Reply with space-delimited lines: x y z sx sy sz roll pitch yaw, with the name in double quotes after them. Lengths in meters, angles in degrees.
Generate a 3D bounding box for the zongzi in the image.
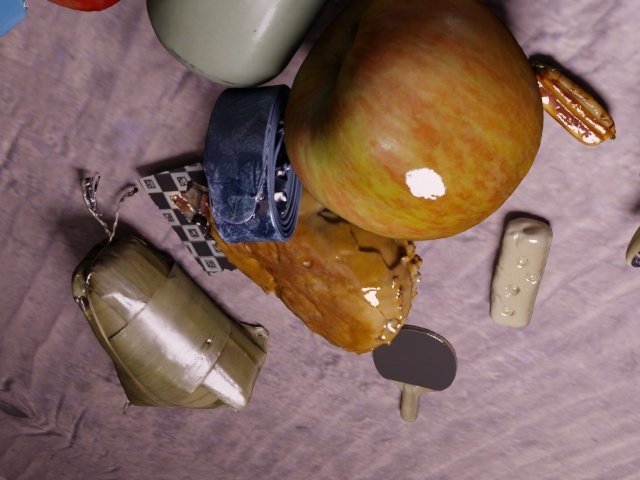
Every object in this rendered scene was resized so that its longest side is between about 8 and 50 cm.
-0.354 0.135 1.308 0.418 0.181 0.447 -21 119 40 "zongzi"

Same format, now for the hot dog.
0.269 -0.148 0.812 0.122 0.037 0.049 42 148 -10 "hot dog"

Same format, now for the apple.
0.100 -0.121 0.762 0.265 0.264 0.264 14 137 13 "apple"

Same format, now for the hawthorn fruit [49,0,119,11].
-0.252 -0.320 0.745 0.190 0.251 0.189 -18 137 -18 "hawthorn fruit"

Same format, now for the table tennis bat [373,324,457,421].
0.156 0.228 1.264 0.138 0.022 0.246 12 136 15 "table tennis bat"

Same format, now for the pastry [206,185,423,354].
0.000 0.000 0.998 0.311 0.162 0.255 39 153 2 "pastry"

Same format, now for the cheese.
0.264 0.047 1.009 0.065 0.043 0.193 16 140 18 "cheese"

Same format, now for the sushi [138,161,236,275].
-0.168 -0.035 1.144 0.139 0.031 0.201 -10 125 34 "sushi"

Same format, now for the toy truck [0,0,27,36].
-0.483 -0.393 0.837 0.162 0.161 0.384 15 139 26 "toy truck"

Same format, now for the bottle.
-0.034 -0.311 0.698 0.169 0.168 0.347 33 135 -9 "bottle"

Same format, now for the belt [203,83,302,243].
-0.070 -0.081 0.813 0.082 0.190 0.141 -3 146 13 "belt"

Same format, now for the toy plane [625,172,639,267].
0.414 -0.051 0.796 0.229 0.092 0.244 30 139 -8 "toy plane"
